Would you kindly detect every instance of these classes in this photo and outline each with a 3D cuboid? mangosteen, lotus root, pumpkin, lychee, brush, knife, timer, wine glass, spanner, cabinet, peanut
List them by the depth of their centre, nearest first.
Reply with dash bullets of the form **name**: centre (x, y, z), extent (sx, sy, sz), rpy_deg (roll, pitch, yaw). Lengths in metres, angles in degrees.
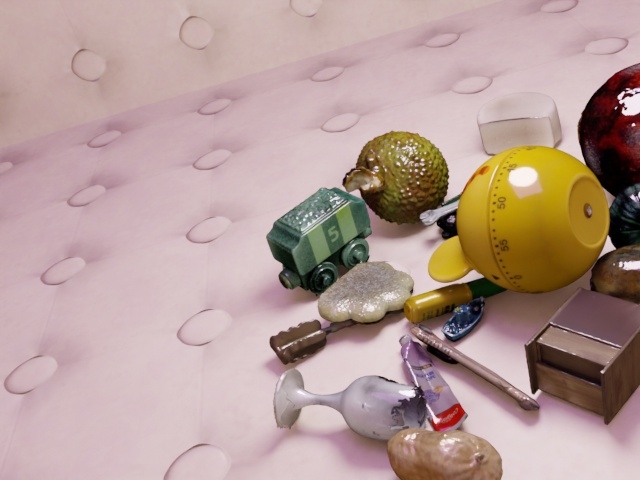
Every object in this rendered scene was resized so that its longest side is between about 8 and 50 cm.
- **peanut**: centre (0.229, 0.419, 1.520), extent (0.224, 0.129, 0.129), rpy_deg (-1, 36, 28)
- **cabinet**: centre (0.550, 0.231, 1.626), extent (0.175, 0.148, 0.215), rpy_deg (18, 43, 43)
- **wine glass**: centre (0.063, 0.349, 1.699), extent (0.321, 0.143, 0.143), rpy_deg (1, 37, 23)
- **knife**: centre (0.325, 0.277, 1.741), extent (0.365, 0.089, 0.043), rpy_deg (31, 100, 47)
- **lotus root**: centre (0.734, 0.081, 1.754), extent (0.275, 0.152, 0.160), rpy_deg (0, 33, 26)
- **timer**: centre (0.456, -0.045, 1.865), extent (0.387, 0.376, 0.376), rpy_deg (-5, 31, 49)
- **pumpkin**: centre (0.772, -0.044, 1.879), extent (0.202, 0.202, 0.140), rpy_deg (-8, 17, 15)
- **brush**: centre (0.022, 0.221, 1.985), extent (0.301, 0.071, 0.084), rpy_deg (-21, 48, -20)
- **mangosteen**: centre (0.850, -0.254, 2.038), extent (0.381, 0.421, 0.380), rpy_deg (-2, 75, 9)
- **spanner**: centre (0.404, -0.111, 2.167), extent (0.302, 0.017, 0.071), rpy_deg (-23, 30, -6)
- **lychee**: centre (0.225, -0.180, 2.257), extent (0.270, 0.320, 0.269), rpy_deg (-9, 68, 24)

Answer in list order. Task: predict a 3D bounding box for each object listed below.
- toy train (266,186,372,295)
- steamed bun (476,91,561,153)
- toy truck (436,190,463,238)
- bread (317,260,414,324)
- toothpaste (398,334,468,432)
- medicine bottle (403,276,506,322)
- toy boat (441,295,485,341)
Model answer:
- **toy train**: centre (0.000, 0.000, 2.149), extent (0.299, 0.238, 0.167), rpy_deg (-36, 40, -24)
- **steamed bun**: centre (0.613, -0.364, 2.472), extent (0.242, 0.146, 0.164), rpy_deg (-4, 38, 24)
- **toy truck**: centre (0.411, -0.031, 2.136), extent (0.121, 0.088, 0.259), rpy_deg (-27, 33, -14)
- **bread**: centre (0.133, 0.130, 2.019), extent (0.207, 0.056, 0.286), rpy_deg (9, 31, 29)
- **toothpaste**: centre (0.235, 0.308, 1.758), extent (0.075, 0.048, 0.301), rpy_deg (-18, 35, -7)
- **medicine bottle**: centre (0.329, 0.134, 1.938), extent (0.261, 0.095, 0.064), rpy_deg (-17, 69, -11)
- **toy boat**: centre (0.337, 0.180, 1.881), extent (0.137, 0.060, 0.060), rpy_deg (-34, 36, -25)
